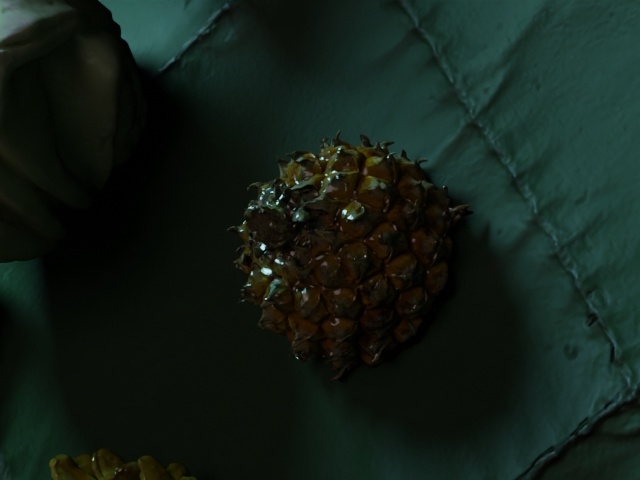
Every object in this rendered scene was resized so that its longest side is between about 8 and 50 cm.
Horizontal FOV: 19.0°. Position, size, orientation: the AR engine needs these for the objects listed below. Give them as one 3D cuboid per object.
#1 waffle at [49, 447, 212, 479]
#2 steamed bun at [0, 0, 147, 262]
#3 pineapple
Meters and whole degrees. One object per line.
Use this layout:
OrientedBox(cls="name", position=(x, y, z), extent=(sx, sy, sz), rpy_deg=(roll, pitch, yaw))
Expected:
OrientedBox(cls="waffle", position=(-0.162, 0.304, 1.449), extent=(0.260, 0.069, 0.293), rpy_deg=(9, 85, 43))
OrientedBox(cls="steamed bun", position=(-0.244, -0.102, 1.537), extent=(0.207, 0.268, 0.280), rpy_deg=(1, 51, 2))
OrientedBox(cls="pineapple", position=(-0.003, -0.001, 1.367), extent=(0.176, 0.137, 0.161), rpy_deg=(-47, 52, 19))
